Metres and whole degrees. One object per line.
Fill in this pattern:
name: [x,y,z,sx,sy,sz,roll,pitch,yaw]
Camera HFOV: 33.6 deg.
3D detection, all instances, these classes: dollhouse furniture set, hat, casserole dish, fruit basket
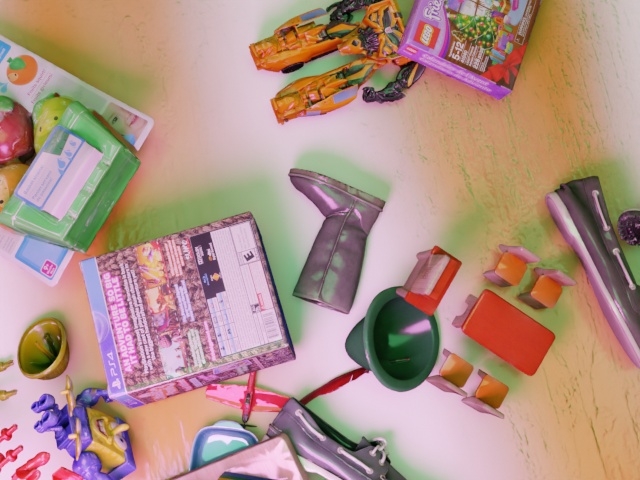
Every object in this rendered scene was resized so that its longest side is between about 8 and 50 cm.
dollhouse furniture set: [0.259,0.120,1.694,0.259,0.135,0.262,32,82,-13]
hat: [0.066,0.176,1.781,0.208,0.184,0.173,-17,93,-44]
casserole dish: [-0.160,0.392,1.751,0.114,0.037,0.188,6,83,2]
fruit basket: [-0.501,-0.145,1.769,0.353,0.165,0.327,31,84,8]

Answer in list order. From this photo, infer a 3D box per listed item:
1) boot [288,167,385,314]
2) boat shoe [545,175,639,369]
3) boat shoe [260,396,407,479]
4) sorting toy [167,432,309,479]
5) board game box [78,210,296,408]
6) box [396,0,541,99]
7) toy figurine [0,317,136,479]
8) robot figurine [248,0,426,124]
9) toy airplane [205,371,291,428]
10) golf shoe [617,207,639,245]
boot: [-0.001,0.000,1.790,0.190,0.076,0.208,23,90,6]
boat shoe: [0.487,0.047,1.747,0.096,0.112,0.335,-26,79,2]
boat shoe: [0.065,0.357,1.711,0.319,0.116,0.099,25,84,6]
sorting toy: [-0.121,0.473,1.660,0.255,0.089,0.257,-25,91,14]
board game box: [-0.212,0.116,1.720,0.291,0.141,0.232,-16,73,-1]
box: [0.269,-0.411,1.799,0.201,0.057,0.293,22,75,-11]
toy figurine: [-0.400,0.319,1.723,0.191,0.217,0.362,-42,39,10]
robot figurine: [0.037,-0.317,1.818,0.291,0.085,0.211,-22,83,-2]
toy airplane: [-0.114,0.240,1.774,0.151,0.028,0.151,0,83,1]
golf shoe: [0.548,-0.040,1.747,0.198,0.077,0.093,11,60,-41]
